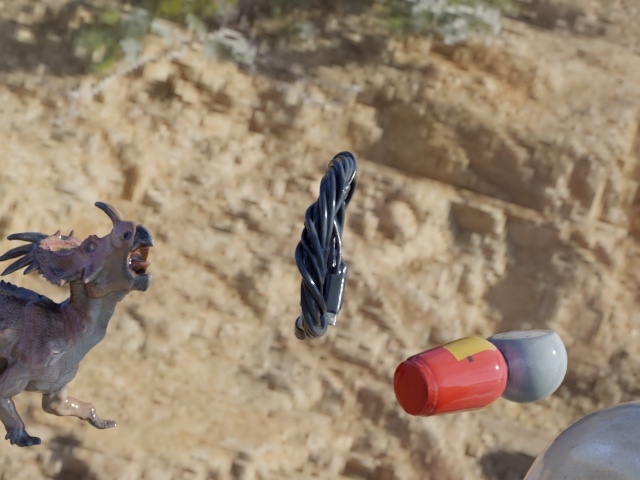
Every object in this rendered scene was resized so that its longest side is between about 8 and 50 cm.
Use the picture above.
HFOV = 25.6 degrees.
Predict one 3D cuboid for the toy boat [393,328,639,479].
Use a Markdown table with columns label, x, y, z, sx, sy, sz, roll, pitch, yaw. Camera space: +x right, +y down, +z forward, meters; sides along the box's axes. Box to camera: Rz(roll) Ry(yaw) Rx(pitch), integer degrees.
| label | x | y | z | sx | sy | sz | roll | pitch | yaw |
| --- | --- | --- | --- | --- | --- | --- | --- | --- | --- |
| toy boat | 0.189 | 0.179 | 1.006 | 0.148 | 0.267 | 0.318 | -8 | 46 | -35 |

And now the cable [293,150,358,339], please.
| label | x | y | z | sx | sy | sz | roll | pitch | yaw |
| --- | --- | --- | --- | --- | --- | --- | --- | --- | --- |
| cable | 0.000 | 0.000 | 1.315 | 0.047 | 0.184 | 0.150 | 9 | -13 | 9 |

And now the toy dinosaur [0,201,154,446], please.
| label | x | y | z | sx | sy | sz | roll | pitch | yaw |
| --- | --- | --- | --- | --- | --- | --- | --- | --- | --- |
| toy dinosaur | -0.282 | 0.076 | 1.221 | 0.296 | 0.200 | 0.127 | -5 | -1 | -3 |
